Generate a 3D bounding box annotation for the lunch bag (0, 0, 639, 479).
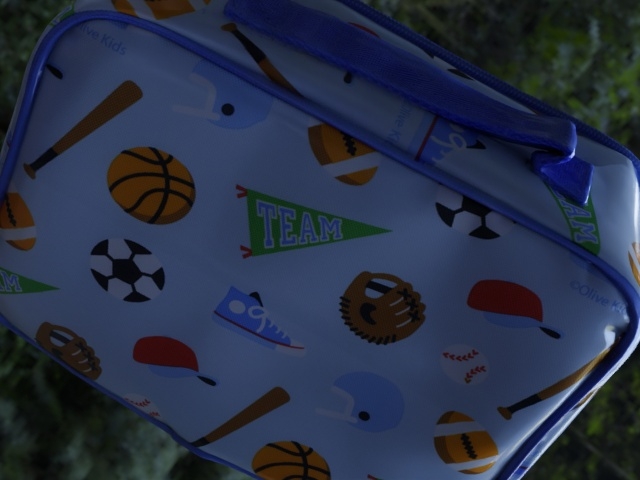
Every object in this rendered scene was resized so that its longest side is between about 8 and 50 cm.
[{"bbox_3d":[0.000,0.000,0.647,0.243,0.303,0.115,-60,-174,39],"label":"lunch bag"}]
